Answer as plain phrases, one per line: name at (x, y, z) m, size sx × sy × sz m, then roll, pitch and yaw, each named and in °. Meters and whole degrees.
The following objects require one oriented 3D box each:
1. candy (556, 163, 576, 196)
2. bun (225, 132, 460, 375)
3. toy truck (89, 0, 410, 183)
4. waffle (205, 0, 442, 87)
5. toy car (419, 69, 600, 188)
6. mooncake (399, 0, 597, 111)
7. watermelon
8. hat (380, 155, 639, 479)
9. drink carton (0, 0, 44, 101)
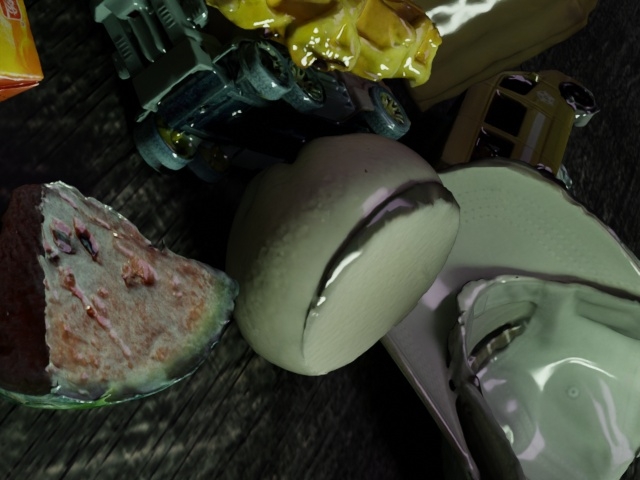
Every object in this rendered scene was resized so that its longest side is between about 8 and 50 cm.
candy at (0.180, -0.130, 1.738) m, size 0.226 × 0.051 × 0.094 m, roll 57°, pitch 10°, yaw -23°
bun at (0.000, 0.000, 1.227) m, size 0.120 × 0.173 × 0.173 m, roll 39°, pitch 18°, yaw 22°
toy truck at (-0.052, -0.121, 1.255) m, size 0.256 × 0.108 × 0.140 m, roll 11°, pitch 50°, yaw -56°
waffle at (-0.062, -0.206, 1.186) m, size 0.329 × 0.062 × 0.329 m, roll 33°, pitch 17°, yaw -12°
toy car at (0.153, -0.075, 1.584) m, size 0.124 × 0.101 × 0.257 m, roll 33°, pitch 35°, yaw -5°
mooncake at (0.094, -0.280, 1.448) m, size 0.324 × 0.187 × 0.324 m, roll 63°, pitch 7°, yaw -14°
watermelon at (-0.136, 0.030, 1.043) m, size 0.187 × 0.071 × 0.139 m, roll -29°, pitch 92°, yaw -54°
hat at (0.138, 0.092, 1.443) m, size 0.301 × 0.168 × 0.258 m, roll 47°, pitch 64°, yaw 2°
drink carton at (-0.243, -0.121, 0.934) m, size 0.223 × 0.071 × 0.096 m, roll -2°, pitch 74°, yaw -63°
